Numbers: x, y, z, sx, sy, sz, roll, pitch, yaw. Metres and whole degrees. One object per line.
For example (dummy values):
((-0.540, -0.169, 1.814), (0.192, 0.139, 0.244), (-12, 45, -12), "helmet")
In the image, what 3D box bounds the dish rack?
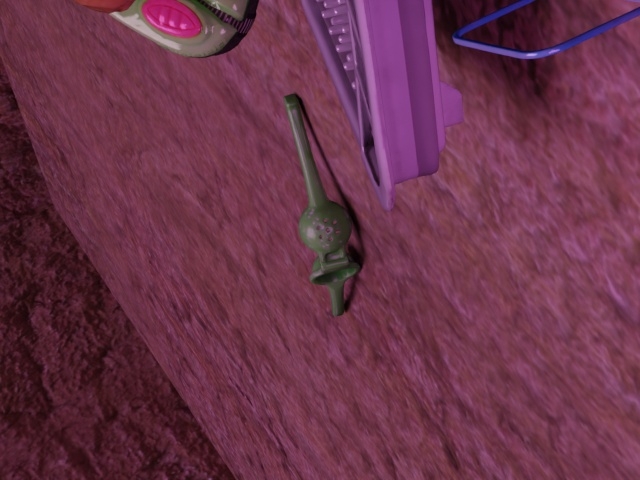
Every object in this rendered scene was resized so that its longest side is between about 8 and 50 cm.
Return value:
((0.025, -0.217, 0.998), (0.333, 0.072, 0.285), (-110, 6, -47), "dish rack")

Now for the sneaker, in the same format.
((-0.160, -0.322, 1.400), (0.202, 0.185, 0.483), (34, -165, -44), "sneaker")

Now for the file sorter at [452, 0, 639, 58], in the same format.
((0.115, -0.199, 0.792), (0.118, 0.104, 0.170), (30, 142, 62), "file sorter")

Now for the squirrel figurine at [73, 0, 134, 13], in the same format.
((-0.198, -0.348, 0.685), (0.370, 0.281, 0.397), (19, 131, 6), "squirrel figurine")

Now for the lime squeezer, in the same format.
((0.000, 0.000, 1.550), (0.110, 0.059, 0.310), (46, 157, 47), "lime squeezer")
